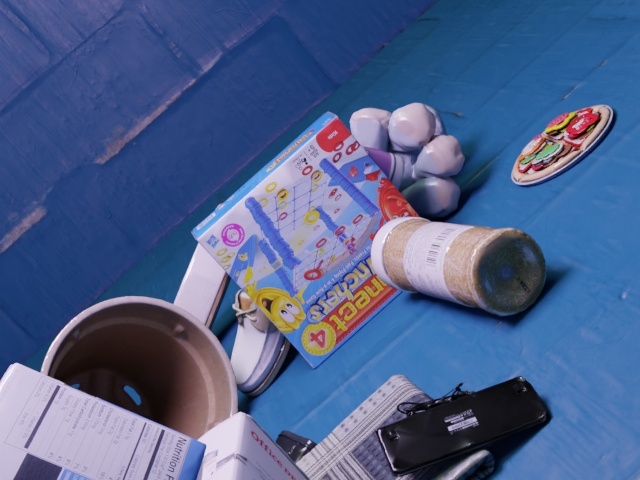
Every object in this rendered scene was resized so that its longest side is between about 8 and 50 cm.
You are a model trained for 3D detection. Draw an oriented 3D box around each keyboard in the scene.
[{"bbox_3d":[0.162,0.214,1.246,0.192,0.038,0.100,-19,40,-2],"label":"keyboard"}]

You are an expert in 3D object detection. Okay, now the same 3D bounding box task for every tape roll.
[{"bbox_3d":[-0.236,0.115,2.132,0.392,0.072,0.392,-160,90,-88],"label":"tape roll"}]

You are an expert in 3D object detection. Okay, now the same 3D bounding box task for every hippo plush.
[{"bbox_3d":[0.180,-0.134,2.031,0.236,0.234,0.294,-34,-41,-59],"label":"hippo plush"}]

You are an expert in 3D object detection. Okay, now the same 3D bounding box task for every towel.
[{"bbox_3d":[0.040,0.323,1.324,0.324,0.056,0.312,-40,18,-6],"label":"towel"}]

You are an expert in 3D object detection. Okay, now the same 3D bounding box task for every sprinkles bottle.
[{"bbox_3d":[0.193,0.032,1.593,0.121,0.121,0.355,-44,16,-11],"label":"sprinkles bottle"}]

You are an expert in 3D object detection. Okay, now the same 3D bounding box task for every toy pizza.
[{"bbox_3d":[0.400,-0.167,1.810,0.201,0.032,0.201,-37,16,13],"label":"toy pizza"}]

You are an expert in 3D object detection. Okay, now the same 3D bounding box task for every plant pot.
[{"bbox_3d":[-0.354,0.297,1.875,0.334,0.334,0.305,-50,8,-31],"label":"plant pot"}]

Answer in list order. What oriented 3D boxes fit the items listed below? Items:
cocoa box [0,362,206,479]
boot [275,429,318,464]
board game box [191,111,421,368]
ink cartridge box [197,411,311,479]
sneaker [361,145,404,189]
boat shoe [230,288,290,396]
[{"bbox_3d":[-0.298,0.352,1.121,0.231,0.228,0.347,-76,12,-57],"label":"cocoa box"},{"bbox_3d":[-0.054,0.324,1.532,0.099,0.045,0.121,-50,18,-19],"label":"boot"},{"bbox_3d":[0.000,0.000,1.798,0.308,0.302,0.086,-42,16,-2],"label":"board game box"},{"bbox_3d":[-0.079,0.321,1.215,0.092,0.158,0.218,-34,18,16],"label":"ink cartridge box"},{"bbox_3d":[0.030,-0.036,1.904,0.102,0.161,0.282,-127,50,-67],"label":"sneaker"},{"bbox_3d":[-0.105,0.120,1.906,0.113,0.103,0.302,5,71,43],"label":"boat shoe"}]
